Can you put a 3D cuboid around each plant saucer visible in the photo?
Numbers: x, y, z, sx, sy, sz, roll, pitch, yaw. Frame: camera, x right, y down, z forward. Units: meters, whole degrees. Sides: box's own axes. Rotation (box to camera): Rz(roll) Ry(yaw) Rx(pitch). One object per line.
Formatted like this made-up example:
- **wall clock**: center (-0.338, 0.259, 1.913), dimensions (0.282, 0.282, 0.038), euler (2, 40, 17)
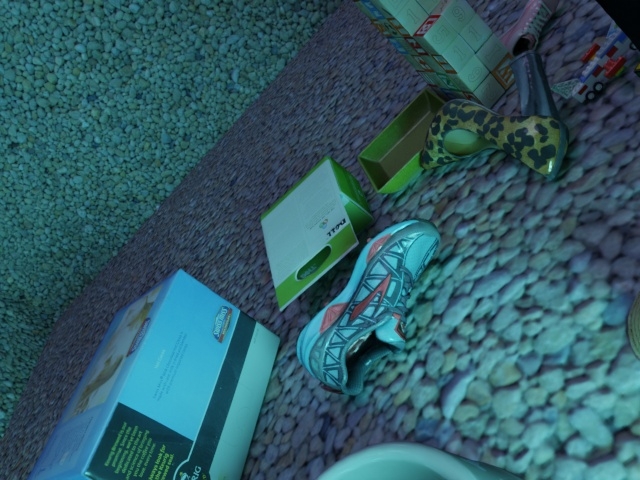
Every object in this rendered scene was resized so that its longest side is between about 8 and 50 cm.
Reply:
- **plant saucer**: center (0.161, -0.171, 1.052), dimensions (0.188, 0.045, 0.188), euler (-44, 25, 14)

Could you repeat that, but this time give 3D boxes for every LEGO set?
- **LEGO set**: center (0.396, -0.277, 0.733), dimensions (0.244, 0.060, 0.182), euler (-62, 9, -21)

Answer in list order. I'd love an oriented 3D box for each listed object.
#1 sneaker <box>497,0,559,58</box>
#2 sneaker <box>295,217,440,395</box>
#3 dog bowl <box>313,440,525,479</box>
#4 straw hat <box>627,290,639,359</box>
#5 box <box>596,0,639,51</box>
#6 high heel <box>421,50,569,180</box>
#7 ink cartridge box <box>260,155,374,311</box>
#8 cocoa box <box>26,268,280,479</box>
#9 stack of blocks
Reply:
- **sneaker**: center (0.353, -0.354, 0.972), dimensions (0.134, 0.051, 0.070), euler (-47, 25, 17)
- **sneaker**: center (0.088, 0.094, 0.775), dimensions (0.262, 0.104, 0.125), euler (-54, 41, 4)
- **dog bowl**: center (0.054, 0.324, 0.465), dimensions (0.348, 0.102, 0.349), euler (-39, 27, 24)
- **straw hat**: center (0.306, 0.039, 0.477), dimensions (0.144, 0.061, 0.144), euler (-39, 27, 24)
- **box**: center (0.346, -0.224, 0.168), dimensions (0.472, 0.479, 0.297), euler (-50, 33, 21)
- **high heel**: center (0.230, -0.119, 0.837), dimensions (0.261, 0.093, 0.186), euler (-42, 44, 51)
- **ink cartridge box**: center (0.000, 0.000, 1.037), dimensions (0.189, 0.097, 0.255), euler (-41, 37, 20)
- **cocoa box**: center (-0.251, 0.268, 0.926), dimensions (0.231, 0.228, 0.347), euler (-31, 31, 38)
- **stack of blocks**: center (0.178, -0.356, 0.976), dimensions (0.087, 0.297, 0.171), euler (-48, 23, 4)
